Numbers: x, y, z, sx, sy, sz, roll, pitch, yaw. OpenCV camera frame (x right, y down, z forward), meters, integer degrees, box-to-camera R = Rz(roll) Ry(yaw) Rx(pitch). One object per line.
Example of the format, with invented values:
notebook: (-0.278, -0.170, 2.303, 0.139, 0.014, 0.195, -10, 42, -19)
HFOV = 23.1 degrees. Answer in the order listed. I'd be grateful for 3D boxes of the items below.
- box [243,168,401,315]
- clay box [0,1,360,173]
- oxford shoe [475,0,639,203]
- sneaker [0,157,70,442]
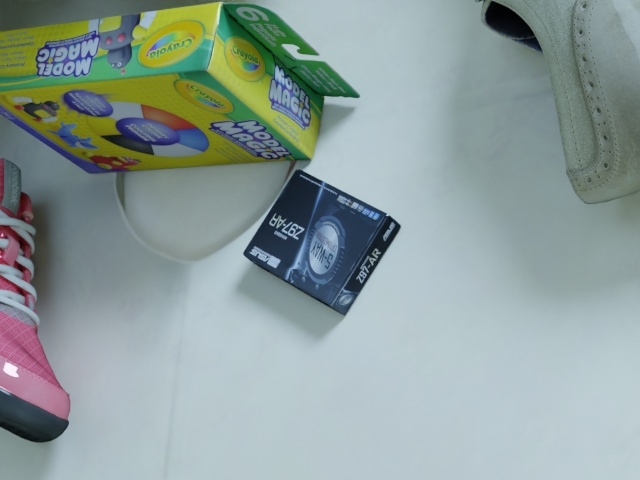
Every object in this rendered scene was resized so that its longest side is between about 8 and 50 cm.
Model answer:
box: (0.000, 0.000, 0.972, 0.083, 0.018, 0.067, 29, 84, 39)
clay box: (-0.099, -0.095, 1.014, 0.222, 0.127, 0.053, -1, 67, 33)
oxford shoe: (0.136, -0.201, 0.915, 0.146, 0.140, 0.397, -33, 51, 23)
sneaker: (-0.246, 0.009, 1.064, 0.136, 0.116, 0.314, -48, 51, 1)
